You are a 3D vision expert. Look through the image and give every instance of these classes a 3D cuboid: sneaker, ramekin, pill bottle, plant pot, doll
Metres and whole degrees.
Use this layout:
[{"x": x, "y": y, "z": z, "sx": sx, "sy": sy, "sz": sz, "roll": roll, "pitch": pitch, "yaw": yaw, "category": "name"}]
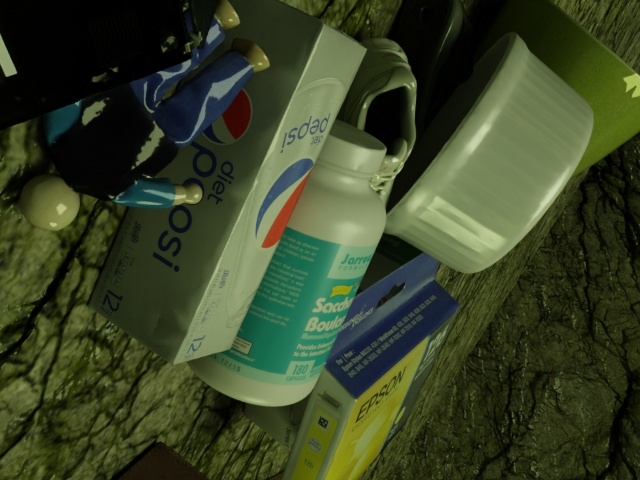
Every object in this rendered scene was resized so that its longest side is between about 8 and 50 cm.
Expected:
[{"x": 0.047, "y": -0.085, "z": 0.798, "sx": 0.115, "sy": 0.090, "sz": 0.232, "roll": -112, "pitch": -155, "yaw": -59, "category": "sneaker"}, {"x": 0.194, "y": -0.094, "z": 0.916, "sx": 0.277, "sy": 0.135, "sz": 0.277, "roll": -56, "pitch": -176, "yaw": 6, "category": "ramekin"}, {"x": -0.029, "y": 0.015, "z": 0.736, "sx": 0.146, "sy": 0.146, "sz": 0.264, "roll": -17, "pitch": 133, "yaw": -61, "category": "pill bottle"}, {"x": 0.294, "y": -0.172, "z": 1.123, "sx": 0.293, "sy": 0.275, "sz": 0.274, "roll": -50, "pitch": 163, "yaw": 20, "category": "plant pot"}, {"x": 0.116, "y": -0.175, "z": 0.905, "sx": 0.130, "sy": 0.087, "sz": 0.228, "roll": 6, "pitch": 107, "yaw": -61, "category": "sneaker"}, {"x": -0.118, "y": -0.074, "z": 0.509, "sx": 0.189, "sy": 0.046, "sz": 0.129, "roll": -43, "pitch": 124, "yaw": -10, "category": "doll"}]

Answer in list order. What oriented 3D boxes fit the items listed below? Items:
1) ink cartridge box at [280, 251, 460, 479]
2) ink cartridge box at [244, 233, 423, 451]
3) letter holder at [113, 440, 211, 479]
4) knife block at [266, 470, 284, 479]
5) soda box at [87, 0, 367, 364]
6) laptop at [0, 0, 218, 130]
[{"x": 0.075, "y": 0.174, "z": 0.969, "sx": 0.303, "sy": 0.072, "sz": 0.307, "roll": -27, "pitch": 143, "yaw": -54, "category": "ink cartridge box"}, {"x": 0.025, "y": 0.129, "z": 1.052, "sx": 0.278, "sy": 0.117, "sz": 0.201, "roll": -43, "pitch": 153, "yaw": -38, "category": "ink cartridge box"}, {"x": -0.192, "y": 0.393, "z": 0.762, "sx": 0.302, "sy": 0.214, "sz": 0.152, "roll": -37, "pitch": 150, "yaw": -45, "category": "letter holder"}, {"x": -0.111, "y": 0.459, "z": 1.255, "sx": 0.088, "sy": 0.242, "sz": 0.276, "roll": -62, "pitch": -156, "yaw": 8, "category": "knife block"}, {"x": -0.075, "y": -0.049, "z": 0.617, "sx": 0.286, "sy": 0.098, "sz": 0.091, "roll": -65, "pitch": 159, "yaw": 11, "category": "soda box"}, {"x": -0.137, "y": -0.205, "z": 0.387, "sx": 0.264, "sy": 0.137, "sz": 0.234, "roll": -25, "pitch": 147, "yaw": -15, "category": "laptop"}]
